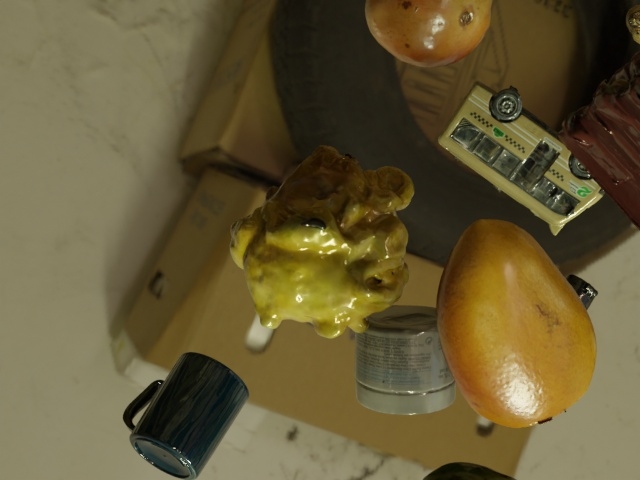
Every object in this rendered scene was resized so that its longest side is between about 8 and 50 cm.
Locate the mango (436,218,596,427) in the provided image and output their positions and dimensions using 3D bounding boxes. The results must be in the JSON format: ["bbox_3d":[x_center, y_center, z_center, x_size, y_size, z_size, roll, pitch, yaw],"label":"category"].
[{"bbox_3d":[0.228,0.098,1.164,0.257,0.187,0.138,57,-172,-18],"label":"mango"}]

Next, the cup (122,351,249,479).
[{"bbox_3d":[-0.189,0.245,1.300,0.113,0.138,0.150,44,145,-17],"label":"cup"}]

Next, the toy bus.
[{"bbox_3d":[0.448,-0.188,2.066,0.365,0.201,0.177,37,-164,4],"label":"toy bus"}]

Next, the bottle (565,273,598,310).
[{"bbox_3d":[0.420,0.173,1.740,0.072,0.244,0.082,40,170,-16],"label":"bottle"}]

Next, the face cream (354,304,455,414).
[{"bbox_3d":[0.148,0.201,1.640,0.177,0.152,0.177,0,-169,0],"label":"face cream"}]

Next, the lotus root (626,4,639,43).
[{"bbox_3d":[0.550,-0.359,1.574,0.063,0.072,0.152,-25,165,40],"label":"lotus root"}]

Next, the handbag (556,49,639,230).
[{"bbox_3d":[0.307,-0.020,0.706,0.275,0.084,0.260,47,-177,5],"label":"handbag"}]

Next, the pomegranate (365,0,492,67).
[{"bbox_3d":[0.160,-0.353,1.413,0.191,0.191,0.191,19,171,3],"label":"pomegranate"}]

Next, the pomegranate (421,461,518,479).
[{"bbox_3d":[0.206,0.437,1.340,0.214,0.248,0.214,27,141,25],"label":"pomegranate"}]

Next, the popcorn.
[{"bbox_3d":[0.000,0.000,1.531,0.298,0.315,0.281,5,169,3],"label":"popcorn"}]
